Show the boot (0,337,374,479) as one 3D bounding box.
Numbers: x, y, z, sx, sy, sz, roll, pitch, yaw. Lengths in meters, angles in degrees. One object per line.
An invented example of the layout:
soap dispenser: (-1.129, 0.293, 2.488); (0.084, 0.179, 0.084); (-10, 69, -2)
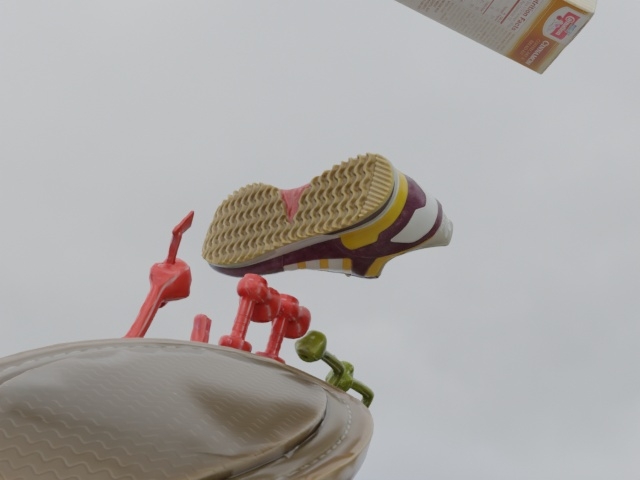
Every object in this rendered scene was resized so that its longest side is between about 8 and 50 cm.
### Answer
boot: (-0.075, 0.160, 0.331); (0.109, 0.220, 0.283); (13, 21, 14)

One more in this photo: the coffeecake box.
coffeecake box: (0.088, -0.211, 0.796); (0.185, 0.142, 0.068); (25, -35, -10)

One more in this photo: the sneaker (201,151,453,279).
sneaker: (0.000, 0.000, 0.843); (0.185, 0.069, 0.084); (-11, -36, 44)

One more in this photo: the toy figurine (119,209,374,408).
toy figurine: (-0.132, 0.111, 0.804); (0.217, 0.191, 0.362); (8, -16, 23)
